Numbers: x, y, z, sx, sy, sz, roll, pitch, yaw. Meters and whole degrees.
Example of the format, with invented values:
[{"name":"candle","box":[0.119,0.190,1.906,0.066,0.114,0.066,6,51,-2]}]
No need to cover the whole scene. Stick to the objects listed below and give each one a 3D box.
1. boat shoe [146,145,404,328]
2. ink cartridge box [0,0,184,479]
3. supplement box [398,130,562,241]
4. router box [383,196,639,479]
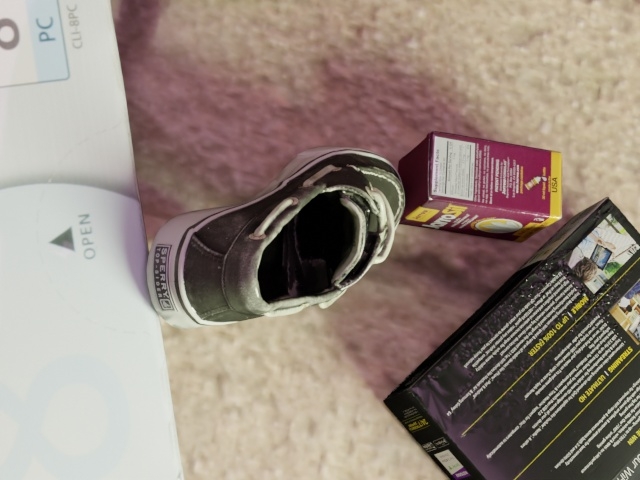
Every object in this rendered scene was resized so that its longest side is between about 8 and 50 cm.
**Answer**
[{"name":"boat shoe","box":[0.000,0.000,0.896,0.219,0.070,0.077,-29,113,-56]},{"name":"ink cartridge box","box":[-0.272,0.022,0.799,0.385,0.091,0.308,-10,94,-23]},{"name":"supplement box","box":[0.092,-0.030,0.993,0.083,0.055,0.043,8,73,-16]},{"name":"router box","box":[0.144,0.081,0.985,0.179,0.046,0.133,-41,91,-23]}]
